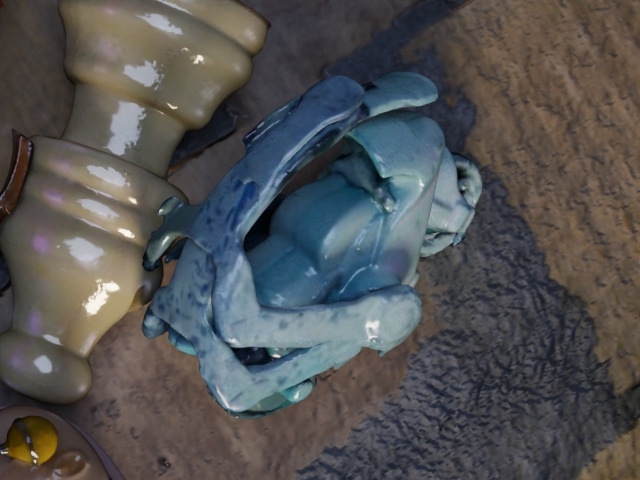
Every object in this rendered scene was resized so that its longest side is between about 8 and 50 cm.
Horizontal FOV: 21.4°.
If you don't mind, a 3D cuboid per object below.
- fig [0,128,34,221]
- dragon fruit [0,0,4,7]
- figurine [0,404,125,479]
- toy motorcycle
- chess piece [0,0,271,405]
[{"bbox_3d":[-0.271,0.012,1.135,0.201,0.146,0.134,-24,72,-16],"label":"fig"},{"bbox_3d":[-0.349,-0.175,1.099,0.302,0.237,0.231,5,109,-46],"label":"dragon fruit"},{"bbox_3d":[-0.211,0.191,1.048,0.186,0.287,0.176,-36,72,30],"label":"figurine"},{"bbox_3d":[0.000,0.000,1.157,0.260,0.206,0.154,-44,49,-12],"label":"toy motorcycle"},{"bbox_3d":[-0.156,-0.038,1.181,0.139,0.124,0.307,26,80,-34],"label":"chess piece"}]
